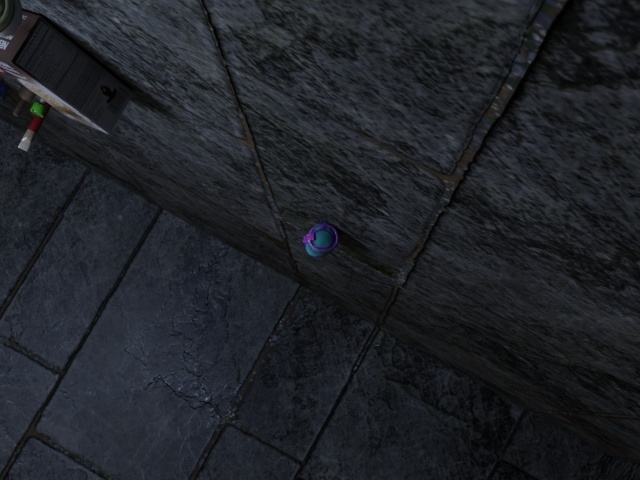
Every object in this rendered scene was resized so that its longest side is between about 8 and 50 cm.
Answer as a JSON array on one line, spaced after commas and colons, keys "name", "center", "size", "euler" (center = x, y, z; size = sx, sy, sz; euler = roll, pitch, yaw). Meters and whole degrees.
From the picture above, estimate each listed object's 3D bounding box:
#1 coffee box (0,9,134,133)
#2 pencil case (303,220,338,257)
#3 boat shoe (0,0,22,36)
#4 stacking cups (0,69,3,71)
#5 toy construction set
[{"name": "coffee box", "center": [-0.477, -0.306, 1.620], "size": [0.141, 0.098, 0.246], "euler": [23, 170, 38]}, {"name": "pencil case", "center": [0.000, 0.000, 1.974], "size": [0.070, 0.065, 0.152], "euler": [14, 172, -3]}, {"name": "boat shoe", "center": [-0.544, -0.387, 1.358], "size": [0.302, 0.113, 0.103], "euler": [38, 177, 22]}, {"name": "stacking cups", "center": [-0.651, -0.401, 1.741], "size": [0.096, 0.096, 0.316], "euler": [29, 177, 2]}, {"name": "toy construction set", "center": [-0.801, -0.299, 2.086], "size": [0.309, 0.237, 0.257], "euler": [31, 166, -33]}]
